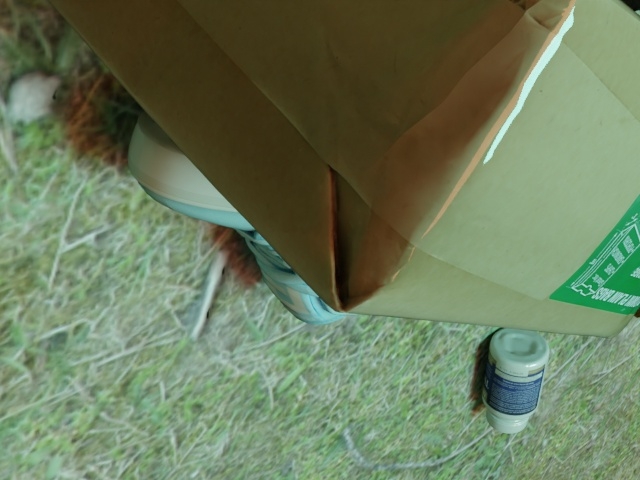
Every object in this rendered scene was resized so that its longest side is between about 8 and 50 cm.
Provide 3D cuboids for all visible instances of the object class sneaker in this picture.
[{"bbox_3d":[0.000,0.000,0.752,0.366,0.135,0.150,8,109,-49],"label":"sneaker"}]

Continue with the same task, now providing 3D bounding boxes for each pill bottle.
[{"bbox_3d":[0.221,0.162,1.173,0.067,0.067,0.120,-26,135,-31],"label":"pill bottle"}]

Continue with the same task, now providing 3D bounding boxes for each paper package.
[{"bbox_3d":[0.052,-0.103,0.563,0.168,0.309,0.325,-53,149,18],"label":"paper package"}]

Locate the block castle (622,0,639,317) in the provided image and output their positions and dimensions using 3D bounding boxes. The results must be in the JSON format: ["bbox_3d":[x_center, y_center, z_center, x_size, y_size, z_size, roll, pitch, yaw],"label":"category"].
[{"bbox_3d":[0.274,-0.157,0.787,0.213,0.303,0.453,-33,139,-16],"label":"block castle"}]
